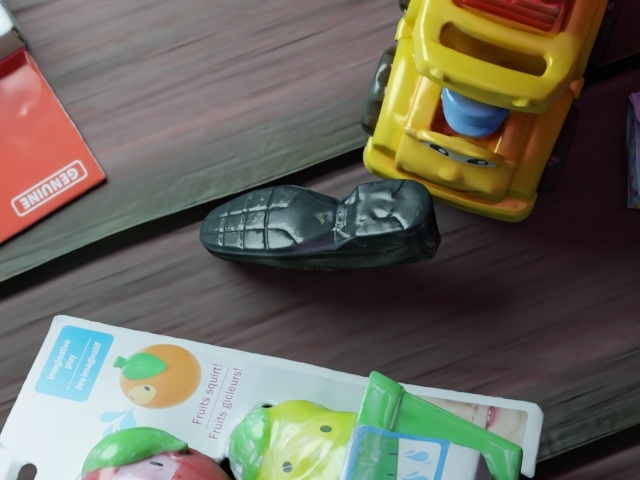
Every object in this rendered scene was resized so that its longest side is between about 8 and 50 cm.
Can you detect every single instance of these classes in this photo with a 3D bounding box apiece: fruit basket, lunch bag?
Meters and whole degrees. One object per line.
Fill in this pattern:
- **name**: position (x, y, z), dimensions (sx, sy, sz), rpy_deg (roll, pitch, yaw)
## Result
- **fruit basket**: position (-0.056, 0.194, 1.065), dimensions (0.353, 0.165, 0.327), rpy_deg (15, 51, 6)
- **lunch bag**: position (0.250, -0.066, 1.181), dimensions (0.071, 0.053, 0.083), rpy_deg (2, 76, 0)

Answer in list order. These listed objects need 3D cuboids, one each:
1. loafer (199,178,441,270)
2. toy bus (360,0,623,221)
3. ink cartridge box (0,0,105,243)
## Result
- **loafer**: position (0.000, 0.000, 1.176), dimensions (0.170, 0.061, 0.062), rpy_deg (-1, 54, 19)
- **toy bus**: position (0.119, -0.135, 1.112), dimensions (0.149, 0.211, 0.220), rpy_deg (19, 87, 1)
- **ink cartridge box**: position (-0.329, -0.078, 1.191), dimensions (0.275, 0.060, 0.239), rpy_deg (-32, 84, -2)
